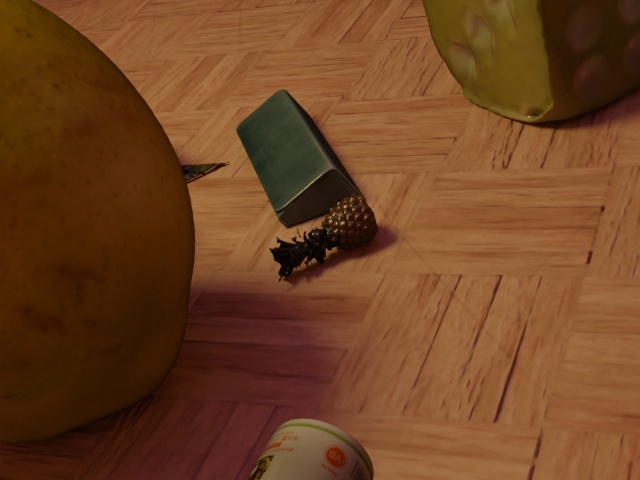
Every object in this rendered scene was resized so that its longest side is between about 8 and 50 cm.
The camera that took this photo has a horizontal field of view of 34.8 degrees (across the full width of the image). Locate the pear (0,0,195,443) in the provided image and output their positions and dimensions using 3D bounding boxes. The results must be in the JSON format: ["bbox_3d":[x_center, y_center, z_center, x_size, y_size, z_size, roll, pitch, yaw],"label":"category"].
[{"bbox_3d":[-0.294,-0.016,0.899,0.362,0.418,0.362,-17,29,10],"label":"pear"}]

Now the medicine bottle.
[{"bbox_3d":[-0.032,0.216,0.718,0.086,0.086,0.183,1,35,27],"label":"medicine bottle"}]

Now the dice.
[{"bbox_3d":[0.277,-0.299,1.245,0.226,0.238,0.233,-28,34,-17],"label":"dice"}]

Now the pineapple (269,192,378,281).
[{"bbox_3d":[0.000,0.000,1.086,0.124,0.058,0.058,-30,33,-9],"label":"pineapple"}]

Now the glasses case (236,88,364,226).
[{"bbox_3d":[-0.036,-0.112,1.271,0.105,0.056,0.266,-19,31,-6],"label":"glasses case"}]

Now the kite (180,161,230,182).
[{"bbox_3d":[-0.236,-0.068,1.337,0.241,0.014,0.183,-23,32,-12],"label":"kite"}]
